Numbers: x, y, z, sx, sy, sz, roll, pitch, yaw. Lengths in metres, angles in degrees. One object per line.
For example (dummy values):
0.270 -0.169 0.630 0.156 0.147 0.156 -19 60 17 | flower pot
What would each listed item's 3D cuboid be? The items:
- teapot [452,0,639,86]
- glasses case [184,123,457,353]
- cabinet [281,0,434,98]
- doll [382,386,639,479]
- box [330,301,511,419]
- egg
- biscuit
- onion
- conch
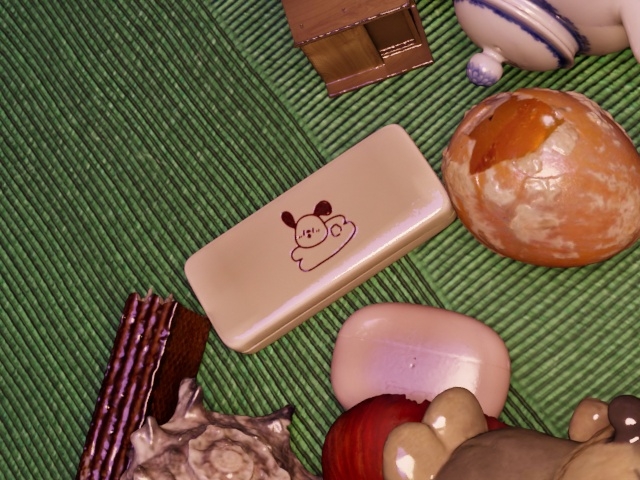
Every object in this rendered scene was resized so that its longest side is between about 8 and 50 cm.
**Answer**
0.246 -0.288 1.250 0.424 0.252 0.280 35 92 45 | teapot
0.000 0.000 1.341 0.313 0.070 0.131 -33 71 5 | glasses case
0.024 -0.310 1.353 0.148 0.175 0.215 -19 74 10 | cabinet
0.262 0.291 0.955 0.382 0.378 0.252 7 45 37 | doll
0.110 0.144 1.269 0.200 0.088 0.146 11 82 16 | box
0.244 -0.065 1.231 0.233 0.195 0.195 30 86 21 | egg
-0.204 0.180 1.334 0.070 0.106 0.252 11 80 21 | biscuit
0.117 0.254 1.165 0.248 0.248 0.161 17 76 18 | onion
-0.086 0.290 1.212 0.186 0.240 0.313 -33 84 19 | conch
